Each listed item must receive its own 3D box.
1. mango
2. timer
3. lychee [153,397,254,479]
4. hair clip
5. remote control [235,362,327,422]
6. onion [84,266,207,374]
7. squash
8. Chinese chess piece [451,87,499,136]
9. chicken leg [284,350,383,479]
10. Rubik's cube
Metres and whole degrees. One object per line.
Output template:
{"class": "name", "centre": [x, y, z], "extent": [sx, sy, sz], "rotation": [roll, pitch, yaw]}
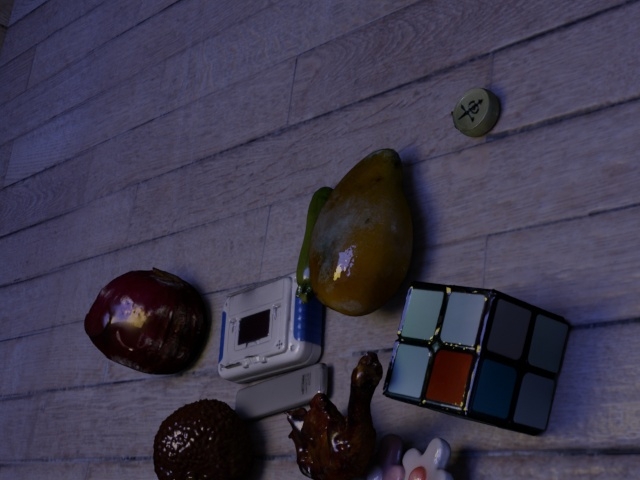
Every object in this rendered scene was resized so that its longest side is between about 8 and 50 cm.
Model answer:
{"class": "mango", "centre": [0.072, -0.019, 1.850], "extent": [0.193, 0.146, 0.316], "rotation": [-13, 56, 39]}
{"class": "timer", "centre": [-0.101, 0.162, 2.027], "extent": [0.253, 0.078, 0.178], "rotation": [-21, 57, 44]}
{"class": "lychee", "centre": [-0.216, 0.380, 1.975], "extent": [0.194, 0.194, 0.194], "rotation": [-27, 53, 42]}
{"class": "hair clip", "centre": [0.132, 0.368, 1.645], "extent": [0.257, 0.075, 0.146], "rotation": [-6, 72, 55]}
{"class": "remote control", "centre": [-0.072, 0.281, 1.976], "extent": [0.261, 0.029, 0.067], "rotation": [-25, 54, 45]}
{"class": "onion", "centre": [-0.360, 0.169, 2.239], "extent": [0.207, 0.206, 0.216], "rotation": [23, 92, 53]}
{"class": "squash", "centre": [0.000, 0.000, 1.967], "extent": [0.069, 0.069, 0.258], "rotation": [-29, 40, 41]}
{"class": "Chinese chess piece", "centre": [0.259, -0.214, 1.804], "extent": [0.084, 0.034, 0.084], "rotation": [-26, 54, 41]}
{"class": "chicken leg", "centre": [0.036, 0.292, 1.692], "extent": [0.407, 0.096, 0.158], "rotation": [120, 136, -61]}
{"class": "Rubik's cube", "centre": [0.222, 0.167, 1.548], "extent": [0.183, 0.167, 0.180], "rotation": [7, 79, 54]}
